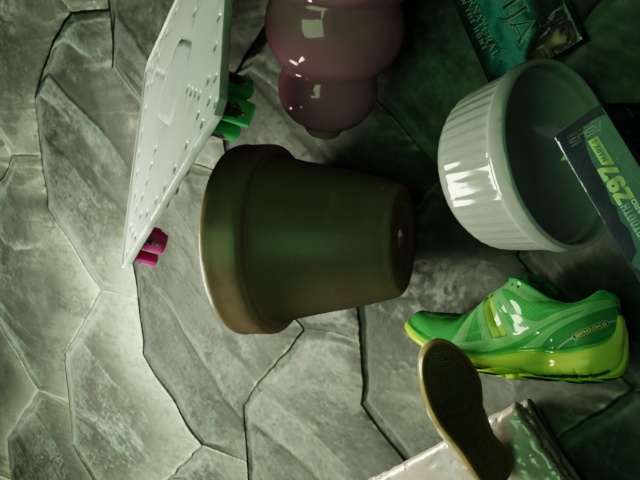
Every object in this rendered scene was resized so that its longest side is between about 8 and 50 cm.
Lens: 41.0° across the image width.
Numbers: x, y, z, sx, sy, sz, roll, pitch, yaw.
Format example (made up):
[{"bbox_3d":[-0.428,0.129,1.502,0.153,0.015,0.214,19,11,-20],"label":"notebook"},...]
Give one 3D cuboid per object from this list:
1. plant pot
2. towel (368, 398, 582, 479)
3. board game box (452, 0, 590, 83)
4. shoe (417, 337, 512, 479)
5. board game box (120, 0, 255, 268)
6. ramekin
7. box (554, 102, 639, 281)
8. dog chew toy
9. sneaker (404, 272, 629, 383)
[{"bbox_3d":[0.000,0.000,1.132,0.229,0.263,0.263,1,101,20],"label":"plant pot"},{"bbox_3d":[0.240,0.410,1.124,0.317,0.053,0.332,-41,73,36],"label":"towel"},{"bbox_3d":[0.221,-0.287,1.006,0.126,0.026,0.186,-28,81,40],"label":"board game box"},{"bbox_3d":[0.163,0.208,1.034,0.058,0.076,0.219,20,140,62],"label":"shoe"},{"bbox_3d":[-0.176,-0.209,1.159,0.390,0.050,0.390,-46,37,49],"label":"board game box"},{"bbox_3d":[0.223,-0.086,0.939,0.109,0.207,0.207,-11,92,49],"label":"ramekin"},{"bbox_3d":[0.334,-0.044,0.832,0.059,0.233,0.183,-36,77,36],"label":"box"},{"bbox_3d":[0.021,-0.287,1.066,0.207,0.206,0.332,25,122,33],"label":"dog chew toy"},{"bbox_3d":[0.238,0.104,1.046,0.295,0.109,0.123,-2,71,43],"label":"sneaker"}]
